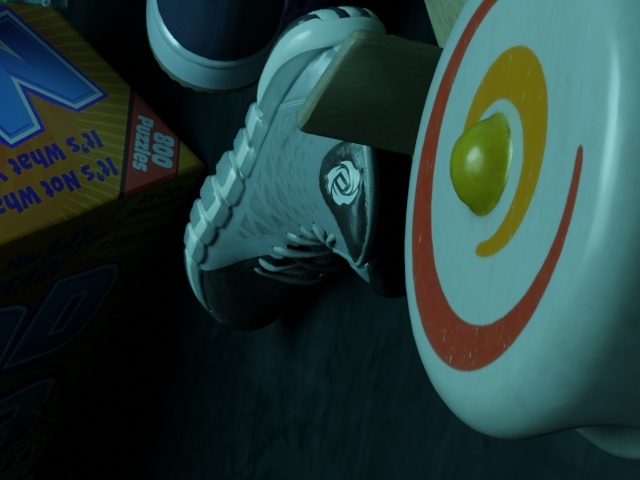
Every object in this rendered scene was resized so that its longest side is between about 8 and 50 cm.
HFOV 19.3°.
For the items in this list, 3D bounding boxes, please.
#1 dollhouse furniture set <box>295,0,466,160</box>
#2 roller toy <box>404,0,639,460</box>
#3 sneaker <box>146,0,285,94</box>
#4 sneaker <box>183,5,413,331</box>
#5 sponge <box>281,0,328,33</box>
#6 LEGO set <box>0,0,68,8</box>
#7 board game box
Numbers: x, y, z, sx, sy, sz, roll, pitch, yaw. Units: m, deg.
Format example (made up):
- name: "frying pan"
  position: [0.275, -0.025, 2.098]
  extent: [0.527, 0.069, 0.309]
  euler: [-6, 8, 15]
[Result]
- name: "dollhouse furniture set"
  position: [0.040, -0.202, 0.900]
  extent: [0.197, 0.151, 0.302]
  euler: [-55, 37, 41]
- name: "roller toy"
  position: [0.116, -0.019, 0.678]
  extent: [0.191, 0.146, 0.209]
  euler: [-100, 27, -45]
- name: "sneaker"
  position: [-0.056, -0.237, 1.040]
  extent: [0.153, 0.099, 0.282]
  euler: [108, 157, -56]
- name: "sneaker"
  position: [0.000, 0.000, 0.996]
  extent: [0.132, 0.086, 0.229]
  euler: [57, 144, 33]
- name: "sponge"
  position: [-0.023, -0.223, 1.162]
  extent: [0.117, 0.031, 0.210]
  euler: [-64, 31, 28]
- name: "LEGO set"
  position: [-0.240, -0.298, 1.178]
  extent: [0.331, 0.255, 0.192]
  euler: [-75, -6, -51]
- name: "board game box"
  position: [-0.372, -0.004, 1.267]
  extent: [0.356, 0.356, 0.356]
  euler: [46, 130, 16]
